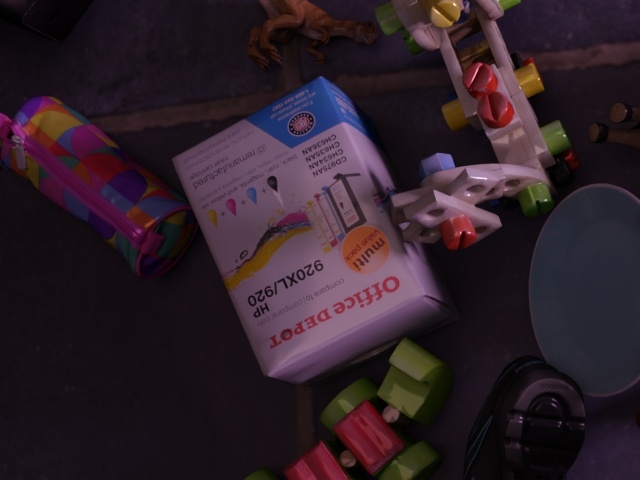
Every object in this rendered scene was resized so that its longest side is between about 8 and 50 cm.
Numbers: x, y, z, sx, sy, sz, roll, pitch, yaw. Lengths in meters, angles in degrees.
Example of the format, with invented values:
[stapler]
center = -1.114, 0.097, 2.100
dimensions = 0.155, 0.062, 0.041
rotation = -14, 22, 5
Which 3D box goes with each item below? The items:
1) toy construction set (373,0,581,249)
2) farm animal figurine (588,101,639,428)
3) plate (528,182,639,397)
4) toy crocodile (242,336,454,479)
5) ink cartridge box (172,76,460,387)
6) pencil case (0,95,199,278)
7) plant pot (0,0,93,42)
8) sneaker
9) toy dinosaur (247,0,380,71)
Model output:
[toy construction set]
center = 0.140, -0.137, 1.230
dimensions = 0.151, 0.215, 0.327
rotation = -11, 66, 20
[farm animal figurine]
center = 0.387, 0.012, 1.144
dimensions = 0.327, 0.172, 0.330
rotation = -23, 68, 58
[plate]
center = 0.249, 0.044, 1.183
dimensions = 0.188, 0.024, 0.188
rotation = -10, 79, 60
[toy crocodile]
center = 0.001, 0.234, 1.276
dimensions = 0.340, 0.105, 0.115
rotation = -45, 70, 7
[ink cartridge box]
center = 0.000, 0.000, 1.284
dimensions = 0.171, 0.168, 0.232
rotation = -28, 74, 11
[pencil case]
center = -0.237, -0.059, 1.414
dimensions = 0.236, 0.104, 0.104
rotation = 35, 92, 20
[plant pot]
center = -0.325, -0.322, 1.455
dimensions = 0.167, 0.188, 0.187
rotation = 38, 93, 9
[sneaker]
center = 0.178, 0.232, 1.230
dimensions = 0.101, 0.106, 0.267
rotation = 11, 103, -13
[toy dinosaur]
center = -0.038, -0.239, 1.409
dimensions = 0.211, 0.064, 0.112
rotation = 33, 74, 12
